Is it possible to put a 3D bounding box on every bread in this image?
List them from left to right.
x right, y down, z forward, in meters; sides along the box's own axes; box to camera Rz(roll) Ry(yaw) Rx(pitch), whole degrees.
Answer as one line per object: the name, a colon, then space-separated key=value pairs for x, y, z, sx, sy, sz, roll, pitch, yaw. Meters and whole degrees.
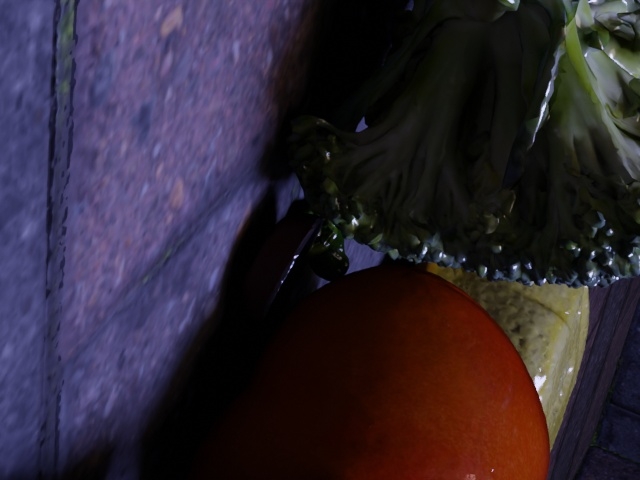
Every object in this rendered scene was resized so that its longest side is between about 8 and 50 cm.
bread: x=0.109 y=0.111 z=1.255 sx=0.270 sy=0.148 sz=0.269 roll=19 pitch=90 yaw=-77

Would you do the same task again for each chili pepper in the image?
chili pepper: x=-0.001 y=-0.001 z=0.956 sx=0.030 sy=0.034 sz=0.091 roll=-36 pitch=164 yaw=-2

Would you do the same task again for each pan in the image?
pan: x=-0.027 y=0.024 z=0.903 sx=0.068 sy=0.023 sz=0.115 roll=-59 pitch=173 yaw=-30

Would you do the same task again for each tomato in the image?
tomato: x=0.032 y=0.135 z=0.947 sx=0.260 sy=0.180 sz=0.260 roll=-60 pitch=171 yaw=-16

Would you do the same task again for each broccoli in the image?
broccoli: x=0.092 y=-0.127 z=0.807 sx=0.361 sy=0.221 sz=0.252 roll=60 pitch=46 yaw=-58

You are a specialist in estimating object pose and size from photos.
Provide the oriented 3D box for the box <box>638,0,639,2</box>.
box: x=0.227 y=-0.090 z=1.519 sx=0.164 sy=0.069 sz=0.256 roll=-54 pitch=159 yaw=-40
